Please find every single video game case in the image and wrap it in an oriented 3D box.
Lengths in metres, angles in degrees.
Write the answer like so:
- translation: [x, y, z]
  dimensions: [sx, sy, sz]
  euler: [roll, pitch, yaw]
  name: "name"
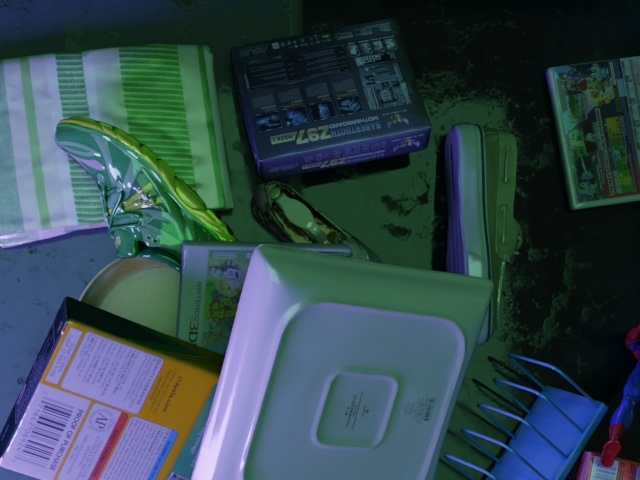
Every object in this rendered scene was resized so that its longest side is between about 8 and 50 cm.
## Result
- translation: [0.418, -0.152, 1.701]
  dimensions: [0.183, 0.023, 0.201]
  euler: [-8, 85, -7]
  name: "video game case"
- translation: [-0.074, 0.095, 1.540]
  dimensions: [0.212, 0.023, 0.193]
  euler: [1, 109, -15]
  name: "video game case"

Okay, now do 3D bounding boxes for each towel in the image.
- translation: [-0.289, -0.132, 1.615]
  dimensions: [0.324, 0.038, 0.248]
  euler: [-8, 84, -6]
  name: "towel"

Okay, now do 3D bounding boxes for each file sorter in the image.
- translation: [0.257, 0.244, 1.565]
  dimensions: [0.104, 0.118, 0.170]
  euler: [42, 76, -26]
  name: "file sorter"

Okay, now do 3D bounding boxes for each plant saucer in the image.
- translation: [-0.202, 0.128, 1.590]
  dimensions: [0.241, 0.037, 0.241]
  euler: [1, 82, -7]
  name: "plant saucer"

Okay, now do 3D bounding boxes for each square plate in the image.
- translation: [0.035, 0.193, 1.484]
  dimensions: [0.344, 0.049, 0.347]
  euler: [9, 104, -29]
  name: "square plate"

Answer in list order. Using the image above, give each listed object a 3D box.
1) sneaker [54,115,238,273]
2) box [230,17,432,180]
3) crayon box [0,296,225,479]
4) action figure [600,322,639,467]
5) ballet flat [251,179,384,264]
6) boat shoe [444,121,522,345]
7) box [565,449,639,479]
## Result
- translation: [-0.228, -0.041, 1.533]
  dimensions: [0.295, 0.109, 0.123]
  euler: [43, 78, -1]
  name: "sneaker"
- translation: [0.011, -0.187, 1.615]
  dimensions: [0.232, 0.059, 0.183]
  euler: [-12, 63, -7]
  name: "box"
- translation: [-0.202, 0.223, 1.497]
  dimensions: [0.323, 0.083, 0.203]
  euler: [24, 102, -19]
  name: "crayon box"
- translation: [0.433, 0.159, 1.555]
  dimensions: [0.091, 0.139, 0.280]
  euler: [23, 40, 5]
  name: "action figure"
- translation: [0.000, 0.000, 1.607]
  dimensions: [0.221, 0.079, 0.077]
  euler: [41, 82, 0]
  name: "ballet flat"
- translation: [0.221, -0.012, 1.621]
  dimensions: [0.094, 0.109, 0.302]
  euler: [1, 80, -8]
  name: "boat shoe"
- translation: [0.366, 0.427, 1.562]
  dimensions: [0.154, 0.142, 0.300]
  euler: [12, 82, -4]
  name: "box"
